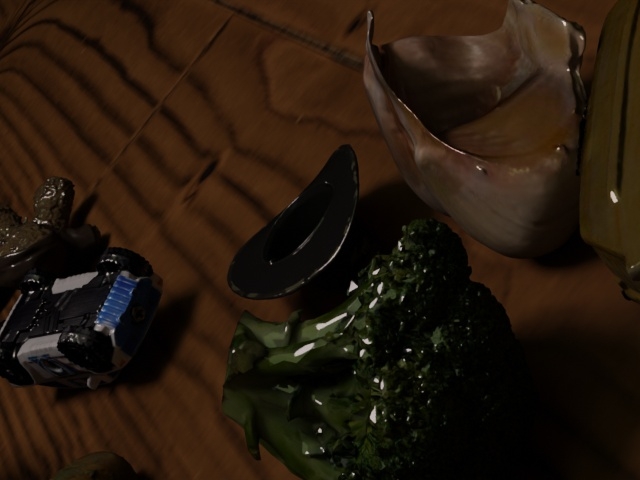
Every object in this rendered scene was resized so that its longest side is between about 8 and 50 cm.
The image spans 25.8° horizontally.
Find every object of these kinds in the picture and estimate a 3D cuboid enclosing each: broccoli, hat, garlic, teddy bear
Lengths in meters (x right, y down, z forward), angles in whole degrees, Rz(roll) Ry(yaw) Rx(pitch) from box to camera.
[{"bbox_3d":[0.027,0.071,0.631,0.162,0.138,0.145,95,-172,-66],"label":"broccoli"},{"bbox_3d":[0.000,0.000,0.829,0.121,0.050,0.121,-43,23,24],"label":"hat"},{"bbox_3d":[0.080,-0.058,0.723,0.099,0.124,0.174,-11,33,-13],"label":"garlic"},{"bbox_3d":[-0.239,0.010,1.153,0.119,0.078,0.160,-16,21,-7],"label":"teddy bear"}]

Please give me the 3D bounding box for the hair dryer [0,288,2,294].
[{"bbox_3d":[-0.350,0.113,1.197,0.070,0.114,0.248,-17,61,56],"label":"hair dryer"}]

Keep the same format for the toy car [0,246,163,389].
[{"bbox_3d":[-0.175,0.064,0.990,0.171,0.070,0.080,-14,45,46],"label":"toy car"}]

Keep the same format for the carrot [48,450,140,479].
[{"bbox_3d":[-0.187,0.194,0.778,0.049,0.049,0.254,-22,13,43],"label":"carrot"}]

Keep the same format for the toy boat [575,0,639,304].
[{"bbox_3d":[0.168,-0.054,0.635,0.088,0.068,0.226,-22,36,35],"label":"toy boat"}]
